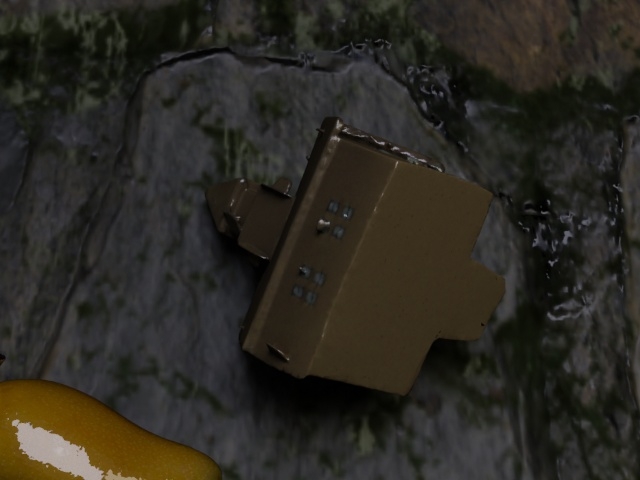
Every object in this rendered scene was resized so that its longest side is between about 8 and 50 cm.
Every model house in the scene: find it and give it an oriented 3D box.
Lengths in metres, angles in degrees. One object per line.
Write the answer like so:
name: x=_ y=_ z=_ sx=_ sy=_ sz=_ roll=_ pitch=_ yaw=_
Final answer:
model house: x=0.000 y=0.000 z=1.269 sx=0.176 sy=0.180 sz=0.248 roll=20 pitch=4 yaw=-43

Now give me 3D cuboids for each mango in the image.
mango: x=-0.161 y=0.155 z=1.140 sx=0.184 sy=0.085 sz=0.102 roll=21 pitch=46 yaw=-2

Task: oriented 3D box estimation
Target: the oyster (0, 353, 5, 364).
oyster: x=-0.300 y=0.099 z=1.202 sx=0.132 sy=0.029 sz=0.086 roll=-33 pitch=61 yaw=-27
